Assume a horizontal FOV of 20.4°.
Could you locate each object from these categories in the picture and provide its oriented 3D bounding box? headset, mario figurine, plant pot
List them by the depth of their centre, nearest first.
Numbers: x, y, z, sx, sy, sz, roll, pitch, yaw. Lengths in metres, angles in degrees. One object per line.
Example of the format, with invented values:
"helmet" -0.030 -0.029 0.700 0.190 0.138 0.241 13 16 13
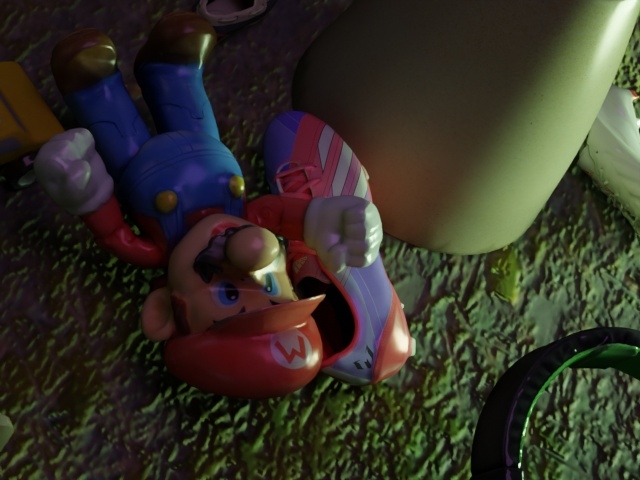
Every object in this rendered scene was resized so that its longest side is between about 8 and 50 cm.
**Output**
"headset" 0.247 0.253 1.309 0.243 0.185 0.394 3 73 -28
"mario figurine" -0.081 -0.034 1.309 0.320 0.198 0.170 64 9 21
"plant pot" 0.150 -0.168 1.498 0.256 0.274 0.256 16 51 -21

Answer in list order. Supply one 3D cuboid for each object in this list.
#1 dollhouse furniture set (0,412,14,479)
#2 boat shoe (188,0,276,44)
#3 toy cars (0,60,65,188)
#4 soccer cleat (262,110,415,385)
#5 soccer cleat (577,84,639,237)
"dollhouse furniture set" -0.385 0.012 1.122 0.303 0.174 0.355 -8 62 -35
"boat shoe" -0.072 -0.213 1.557 0.049 0.043 0.137 42 46 5
"toy cars" -0.365 -0.117 1.284 0.394 0.087 0.176 17 51 -19
"soccer cleat" 0.000 0.000 1.413 0.095 0.083 0.248 8 57 -51
"soccer cleat" 0.280 -0.059 1.644 0.076 0.068 0.196 -9 61 -18
